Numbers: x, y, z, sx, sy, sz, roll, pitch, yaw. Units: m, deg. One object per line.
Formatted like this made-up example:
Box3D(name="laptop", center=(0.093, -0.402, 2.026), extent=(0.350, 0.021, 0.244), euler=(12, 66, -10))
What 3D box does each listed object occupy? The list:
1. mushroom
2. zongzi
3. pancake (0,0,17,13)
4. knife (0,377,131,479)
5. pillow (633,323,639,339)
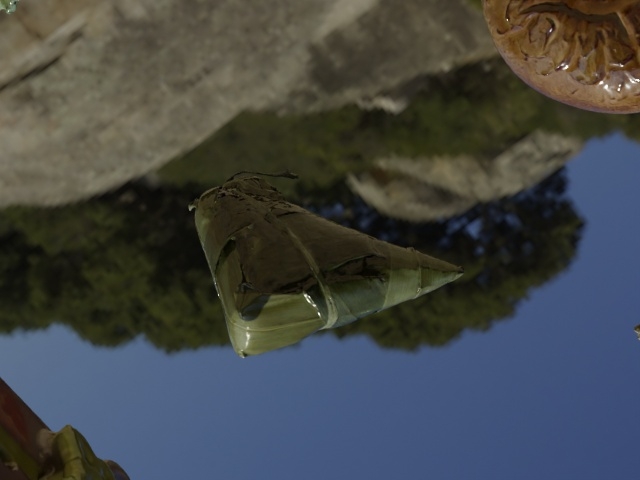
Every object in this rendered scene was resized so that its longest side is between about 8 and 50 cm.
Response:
Box3D(name="mushroom", center=(0.297, -0.272, 1.563), extent=(0.278, 0.297, 0.163), euler=(-25, 168, 4))
Box3D(name="zongzi", center=(0.000, 0.000, 0.789), extent=(0.119, 0.055, 0.109), euler=(-15, -137, -8))
Box3D(name="pancake", center=(-0.176, -0.362, 1.107), extent=(0.427, 0.067, 0.305), euler=(-46, -127, 6))
Box3D(name="knife", center=(-0.144, 0.050, 0.566), extent=(0.038, 0.398, 0.132), euler=(-29, -147, 12))
Box3D(name="pillow", center=(0.421, 0.111, 1.559), extent=(0.134, 0.181, 0.078), euler=(-47, 171, 6))
